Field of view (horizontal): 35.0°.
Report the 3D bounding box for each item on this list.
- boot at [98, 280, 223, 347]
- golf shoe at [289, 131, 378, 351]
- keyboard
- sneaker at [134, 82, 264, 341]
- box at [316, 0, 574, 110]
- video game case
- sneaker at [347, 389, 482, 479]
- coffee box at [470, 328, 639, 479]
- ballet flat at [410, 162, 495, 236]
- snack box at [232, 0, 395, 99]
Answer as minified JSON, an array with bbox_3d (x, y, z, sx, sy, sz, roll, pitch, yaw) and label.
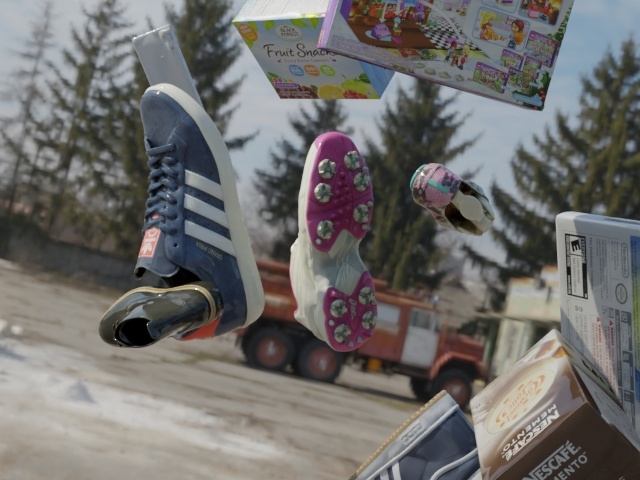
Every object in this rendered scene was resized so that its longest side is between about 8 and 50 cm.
[{"bbox_3d":[-0.237,0.105,1.261,0.198,0.077,0.137,-22,2,33],"label":"boot"},{"bbox_3d":[0.000,0.000,1.423,0.115,0.306,0.140,-8,12,-34],"label":"golf shoe"},{"bbox_3d":[-0.243,-0.238,1.742,0.072,0.256,0.014,-19,11,14],"label":"keyboard"},{"bbox_3d":[-0.191,-0.029,1.342,0.148,0.350,0.131,-24,9,-36],"label":"sneaker"},{"bbox_3d":[0.162,-0.293,1.242,0.293,0.201,0.057,14,7,-14],"label":"box"},{"bbox_3d":[0.414,0.140,1.253,0.036,0.329,0.300,-12,13,-29],"label":"video game case"},{"bbox_3d":[0.132,0.327,1.325,0.153,0.282,0.099,47,45,13],"label":"sneaker"},{"bbox_3d":[0.250,0.205,1.094,0.098,0.141,0.246,45,11,-5],"label":"coffee box"},{"bbox_3d":[0.190,-0.046,1.358,0.079,0.077,0.221,36,6,27],"label":"ballet flat"},{"bbox_3d":[-0.011,-0.305,1.599,0.207,0.070,0.174,6,-36,36],"label":"snack box"}]
